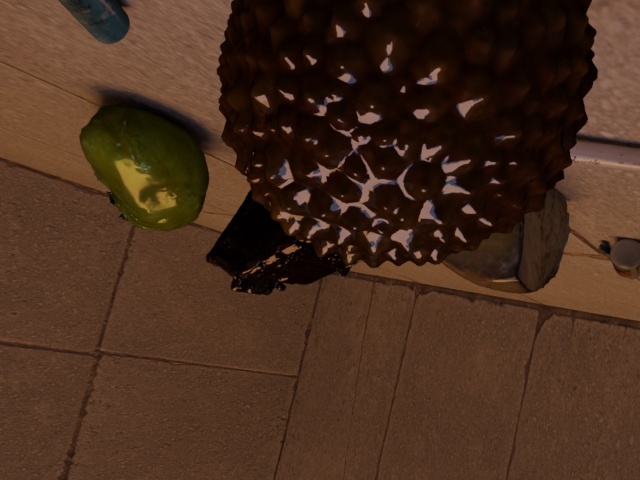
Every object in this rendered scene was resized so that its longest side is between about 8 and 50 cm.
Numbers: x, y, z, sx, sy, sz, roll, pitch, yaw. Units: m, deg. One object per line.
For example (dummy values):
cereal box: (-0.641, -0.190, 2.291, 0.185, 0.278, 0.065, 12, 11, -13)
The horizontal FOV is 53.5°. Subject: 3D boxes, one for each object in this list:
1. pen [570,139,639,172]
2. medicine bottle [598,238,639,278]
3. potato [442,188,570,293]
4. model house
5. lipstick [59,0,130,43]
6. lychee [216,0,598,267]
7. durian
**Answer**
pen: (0.335, -0.107, 0.782, 0.269, 0.033, 0.033, 12, 173, 16)
medicine bottle: (0.638, 0.040, 1.342, 0.092, 0.061, 0.221, 38, -173, 30)
potato: (0.254, -0.014, 1.060, 0.265, 0.189, 0.211, 9, 172, 35)
model house: (0.000, 0.000, 1.257, 0.317, 0.297, 0.283, 22, 175, -41)
lipstick: (-0.249, -0.259, 0.653, 0.048, 0.048, 0.158, 13, 173, 7)
lychee: (0.060, -0.117, 0.425, 0.268, 0.267, 0.267, 14, 173, 2)
durian: (-0.333, -0.136, 1.221, 0.256, 0.204, 0.340, 27, 170, -11)
